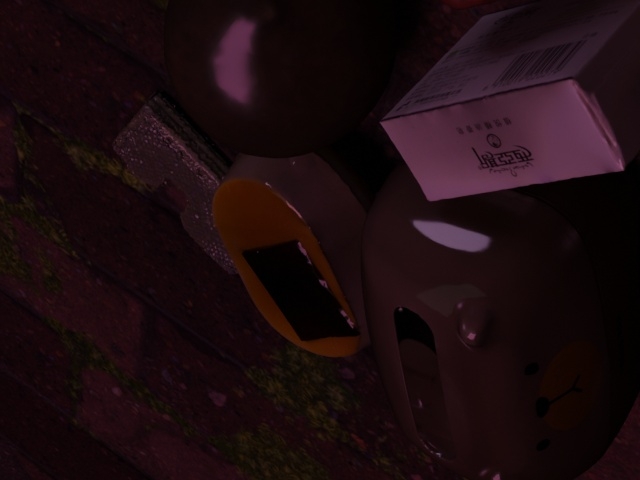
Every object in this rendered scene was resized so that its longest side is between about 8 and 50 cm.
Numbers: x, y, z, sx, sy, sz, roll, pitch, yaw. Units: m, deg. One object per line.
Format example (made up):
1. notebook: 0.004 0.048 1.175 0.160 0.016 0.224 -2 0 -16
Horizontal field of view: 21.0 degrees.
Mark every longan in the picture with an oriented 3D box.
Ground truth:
1. longan: -0.042 -0.211 1.779 0.258 0.258 0.258 28 144 23

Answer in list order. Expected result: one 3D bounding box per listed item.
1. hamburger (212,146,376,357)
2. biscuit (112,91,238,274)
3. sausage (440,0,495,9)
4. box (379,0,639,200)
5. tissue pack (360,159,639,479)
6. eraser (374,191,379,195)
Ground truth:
1. hamburger: 0.000 0.000 2.052 0.227 0.151 0.295 10 131 46
2. biscuit: -0.162 -0.069 2.247 0.250 0.046 0.147 47 147 -5
3. sausage: 0.123 -0.325 1.574 0.148 0.148 0.254 14 131 38
4. box: 0.214 -0.144 1.624 0.260 0.194 0.111 -10 119 53
5. tissue pack: 0.190 0.080 1.831 0.267 0.277 0.387 23 141 33
6. eraser: 0.097 -0.041 2.024 0.083 0.019 0.038 -5 125 49
